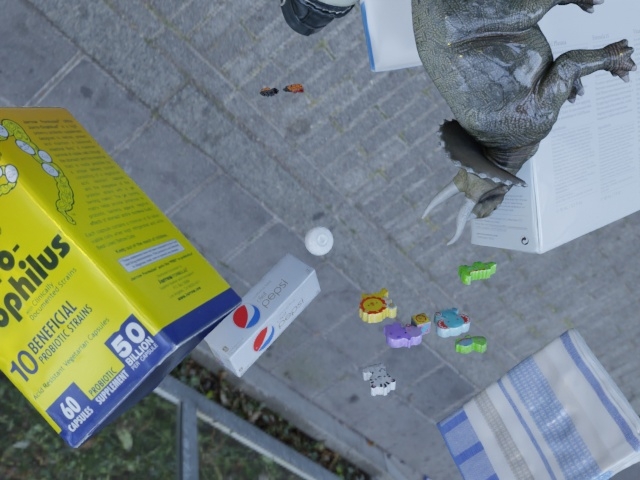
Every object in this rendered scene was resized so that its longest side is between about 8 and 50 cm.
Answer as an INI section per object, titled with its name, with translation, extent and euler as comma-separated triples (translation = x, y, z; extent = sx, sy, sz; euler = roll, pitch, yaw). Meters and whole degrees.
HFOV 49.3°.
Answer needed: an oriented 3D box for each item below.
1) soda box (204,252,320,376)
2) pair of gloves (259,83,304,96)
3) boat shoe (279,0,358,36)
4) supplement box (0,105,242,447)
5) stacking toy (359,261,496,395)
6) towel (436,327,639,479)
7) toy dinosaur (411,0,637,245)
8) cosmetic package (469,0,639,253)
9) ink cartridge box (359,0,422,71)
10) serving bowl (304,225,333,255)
[soda box]
translation = -0.098, 0.126, 1.203
extent = 0.216, 0.069, 0.074
euler = -46, 150, -22
[pair of gloves]
translation = -0.074, -0.286, 1.321
extent = 0.083, 0.074, 0.010
euler = -11, 113, -8
[boat shoe]
translation = 0.000, -0.380, 0.796
extent = 0.127, 0.340, 0.113
euler = 5, 157, -21
[supplement box]
translation = -0.308, 0.029, 0.847
extent = 0.356, 0.195, 0.194
euler = 46, 108, 4
[stacking toy]
translation = 0.160, 0.130, 1.028
extent = 0.221, 0.052, 0.167
euler = -14, 128, -15
[towel]
translation = 0.320, 0.287, 1.036
extent = 0.285, 0.209, 0.034
euler = -42, 140, 22
[toy dinosaur]
translation = 0.140, -0.159, 0.560
extent = 0.160, 0.121, 0.313
euler = -23, 107, -12
[cosmetic package]
translation = 0.310, -0.173, 0.783
extent = 0.377, 0.097, 0.284
euler = -18, 108, -36
[ink cartridge box]
translation = 0.190, -0.573, 1.637
extent = 0.166, 0.395, 0.285
euler = -7, 110, 12
[serving bowl]
translation = 0.000, 0.000, 1.907
extent = 0.083, 0.027, 0.083
euler = 0, 90, -23
